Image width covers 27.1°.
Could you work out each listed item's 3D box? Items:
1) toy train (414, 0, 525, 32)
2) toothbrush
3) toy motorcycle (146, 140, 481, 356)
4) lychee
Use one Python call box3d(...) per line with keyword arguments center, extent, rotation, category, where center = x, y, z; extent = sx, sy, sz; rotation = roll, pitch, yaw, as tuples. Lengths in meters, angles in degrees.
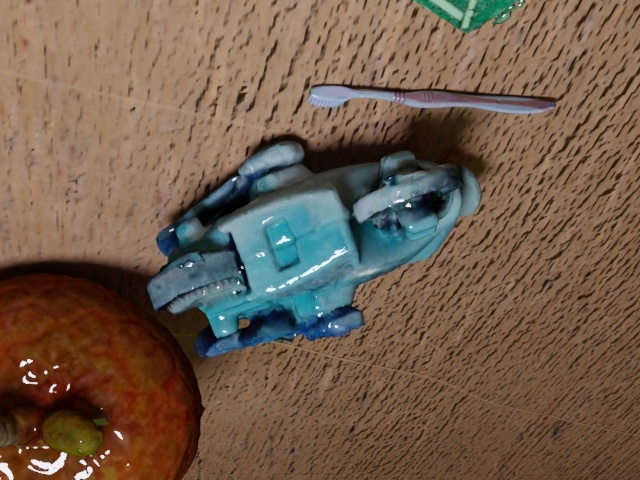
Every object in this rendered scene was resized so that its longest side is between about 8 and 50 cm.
box3d(center=(0.110, -0.218, 0.672), extent=(0.154, 0.115, 0.269), rotation=(26, 136, -38), category="toy train")
box3d(center=(0.084, -0.102, 0.977), extent=(0.193, 0.013, 0.019), rotation=(0, 157, -15), category="toothbrush")
box3d(center=(0.000, 0.000, 1.026), extent=(0.260, 0.154, 0.206), rotation=(-22, 172, 16), category="toy motorcycle")
box3d(center=(-0.228, 0.143, 1.113), extent=(0.255, 0.255, 0.300), rotation=(-5, 166, -6), category="lychee")
